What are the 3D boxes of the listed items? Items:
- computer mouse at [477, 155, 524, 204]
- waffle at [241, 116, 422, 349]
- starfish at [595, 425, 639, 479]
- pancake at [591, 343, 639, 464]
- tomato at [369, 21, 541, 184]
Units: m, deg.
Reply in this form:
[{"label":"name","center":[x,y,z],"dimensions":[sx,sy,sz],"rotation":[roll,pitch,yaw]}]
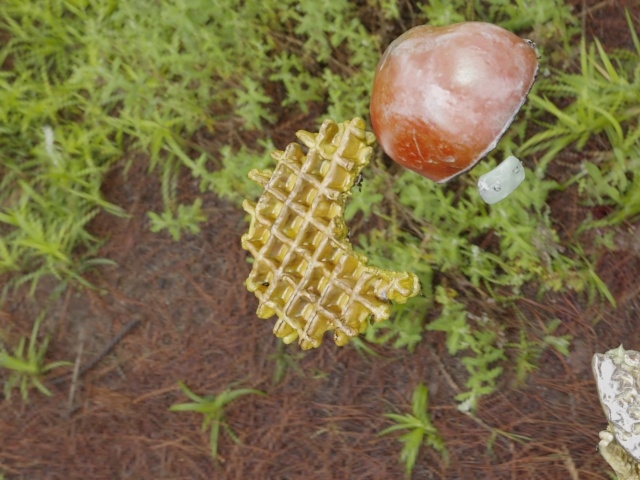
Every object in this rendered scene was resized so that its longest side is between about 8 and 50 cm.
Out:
[{"label":"computer mouse","center":[0.325,-0.109,1.733],"dimensions":[0.110,0.032,0.056],"rotation":[-38,102,-21]},{"label":"waffle","center":[0.000,0.000,1.293],"dimensions":[0.260,0.069,0.292],"rotation":[-25,67,35]},{"label":"starfish","center":[0.452,0.396,1.394],"dimensions":[0.082,0.432,0.323],"rotation":[-11,74,15]},{"label":"pancake","center":[0.430,0.125,1.025],"dimensions":[0.286,0.033,0.288],"rotation":[-2,88,19]},{"label":"tomato","center":[0.139,-0.176,1.158],"dimensions":[0.155,0.214,0.180],"rotation":[30,65,-11]}]
